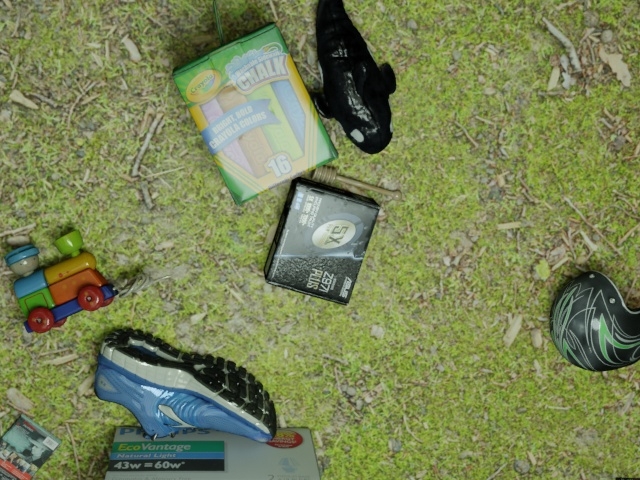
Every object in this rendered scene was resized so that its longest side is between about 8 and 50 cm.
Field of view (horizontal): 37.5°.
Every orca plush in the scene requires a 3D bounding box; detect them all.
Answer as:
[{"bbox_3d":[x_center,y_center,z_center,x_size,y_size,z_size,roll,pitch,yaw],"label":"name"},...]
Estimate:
[{"bbox_3d":[0.067,-0.282,1.497,0.151,0.102,0.287,-4,92,-21],"label":"orca plush"}]

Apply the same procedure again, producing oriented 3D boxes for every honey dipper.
[{"bbox_3d":[0.063,-0.095,1.594,0.161,0.030,0.030,17,101,-14],"label":"honey dipper"}]

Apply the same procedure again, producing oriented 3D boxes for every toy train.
[{"bbox_3d":[-0.385,0.044,1.546,0.248,0.105,0.143,-24,91,0],"label":"toy train"}]

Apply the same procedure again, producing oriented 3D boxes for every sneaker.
[{"bbox_3d":[-0.231,0.273,1.612,0.330,0.129,0.147,23,111,-5],"label":"sneaker"}]

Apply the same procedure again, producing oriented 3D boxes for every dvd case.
[{"bbox_3d":[-0.524,0.371,1.644,0.087,0.013,0.119,39,97,-13],"label":"dvd case"}]

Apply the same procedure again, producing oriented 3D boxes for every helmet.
[{"bbox_3d":[0.476,0.141,1.627,0.162,0.169,0.169,16,101,-26],"label":"helmet"}]

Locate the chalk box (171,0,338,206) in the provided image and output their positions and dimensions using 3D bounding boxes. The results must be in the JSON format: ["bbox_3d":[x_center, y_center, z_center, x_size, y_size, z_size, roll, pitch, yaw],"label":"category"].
[{"bbox_3d":[-0.119,-0.229,1.464,0.179,0.180,0.288,-26,103,0],"label":"chalk box"}]

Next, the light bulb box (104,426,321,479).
[{"bbox_3d":[-0.188,0.528,1.610,0.358,0.225,0.360,2,104,-7],"label":"light bulb box"}]

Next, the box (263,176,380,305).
[{"bbox_3d":[0.000,0.000,1.582,0.148,0.077,0.180,17,101,-11],"label":"box"}]

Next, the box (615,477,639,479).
[{"bbox_3d":[0.587,0.489,1.760,0.052,0.083,0.062,4,103,-6],"label":"box"}]
